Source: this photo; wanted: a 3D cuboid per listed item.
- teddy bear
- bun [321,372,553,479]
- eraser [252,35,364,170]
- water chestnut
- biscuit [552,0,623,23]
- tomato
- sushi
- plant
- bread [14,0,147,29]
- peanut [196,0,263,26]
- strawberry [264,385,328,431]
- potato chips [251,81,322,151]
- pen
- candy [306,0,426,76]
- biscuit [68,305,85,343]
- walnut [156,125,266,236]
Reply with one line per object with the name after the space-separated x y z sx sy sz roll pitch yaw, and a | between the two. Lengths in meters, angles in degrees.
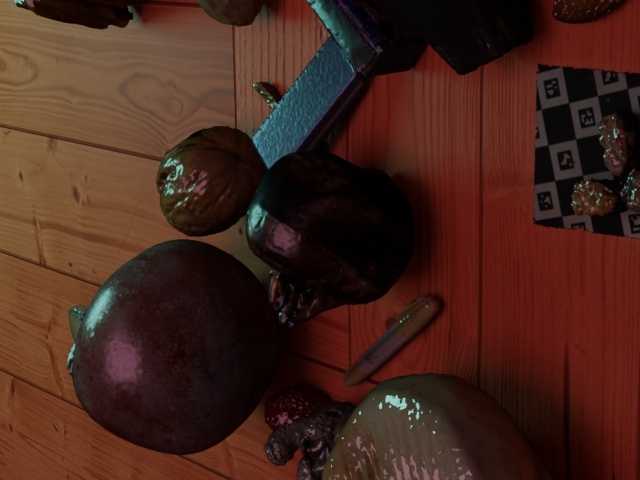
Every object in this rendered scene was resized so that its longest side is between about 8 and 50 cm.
0.040 0.276 1.969 0.213 0.133 0.111 -13 45 33 | teddy bear
0.164 0.336 1.730 0.365 0.219 0.365 0 90 54 | bun
-0.019 -0.171 1.930 0.225 0.036 0.082 -50 53 29 | eraser
0.000 0.000 1.839 0.223 0.223 0.238 30 91 43 | water chestnut
0.305 -0.332 1.540 0.126 0.025 0.206 22 117 47 | biscuit
-0.210 0.155 2.066 0.282 0.316 0.317 28 122 19 | tomato
0.326 -0.087 1.562 0.279 0.043 0.193 14 110 48 | sushi
0.148 -0.321 1.634 0.142 0.164 0.256 -15 99 51 | plant
-0.385 -0.500 2.181 0.167 0.277 0.325 -25 79 27 | bread
-0.171 -0.425 2.026 0.298 0.120 0.136 57 169 21 | peanut
-0.031 0.251 2.061 0.096 0.083 0.083 -17 85 18 | strawberry
-0.038 -0.155 2.000 0.026 0.037 0.204 -54 53 31 | potato chips
0.091 0.135 1.916 0.233 0.032 0.040 -46 41 46 | pen
0.015 -0.337 1.842 0.312 0.088 0.061 56 135 25 | candy
-0.360 0.212 2.477 0.289 0.038 0.141 19 113 47 | biscuit
-0.162 -0.082 2.080 0.184 0.155 0.155 -31 75 49 | walnut
